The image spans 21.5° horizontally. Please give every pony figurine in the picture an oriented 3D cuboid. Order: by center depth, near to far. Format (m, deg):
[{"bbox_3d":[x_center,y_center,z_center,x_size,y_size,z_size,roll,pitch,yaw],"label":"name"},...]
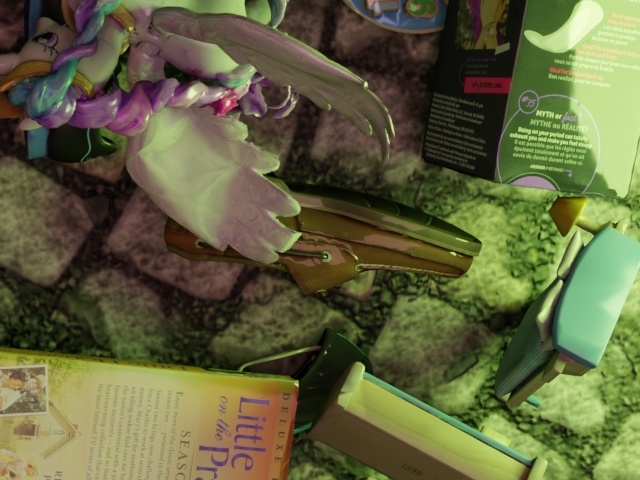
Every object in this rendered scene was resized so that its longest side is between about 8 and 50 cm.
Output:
[{"bbox_3d":[-0.111,-0.176,1.476,0.351,0.303,0.363,26,52,-11],"label":"pony figurine"}]

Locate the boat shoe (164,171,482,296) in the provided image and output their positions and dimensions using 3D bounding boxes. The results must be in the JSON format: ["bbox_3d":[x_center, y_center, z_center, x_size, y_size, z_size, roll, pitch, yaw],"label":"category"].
[{"bbox_3d":[0.000,0.000,1.649,0.307,0.111,0.104,15,97,-1],"label":"boat shoe"}]

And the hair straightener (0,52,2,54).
[{"bbox_3d":[-0.341,-0.181,1.577,0.089,0.047,0.230,33,93,-14],"label":"hair straightener"}]

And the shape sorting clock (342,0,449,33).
[{"bbox_3d":[0.095,-0.305,1.640,0.206,0.040,0.206,-2,101,-10],"label":"shape sorting clock"}]

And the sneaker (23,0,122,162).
[{"bbox_3d":[-0.232,-0.188,1.584,0.090,0.081,0.232,0,107,-14],"label":"sneaker"}]

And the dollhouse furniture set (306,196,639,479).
[{"bbox_3d":[0.142,0.107,1.658,0.198,0.286,0.303,29,67,-1],"label":"dollhouse furniture set"}]

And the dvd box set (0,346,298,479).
[{"bbox_3d":[-0.244,0.253,1.534,0.420,0.062,0.307,6,92,-15],"label":"dvd box set"}]

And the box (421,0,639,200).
[{"bbox_3d":[0.218,-0.188,1.615,0.165,0.143,0.270,6,99,-28],"label":"box"}]

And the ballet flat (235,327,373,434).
[{"bbox_3d":[-0.079,0.179,1.675,0.280,0.095,0.096,-32,94,-14],"label":"ballet flat"}]
